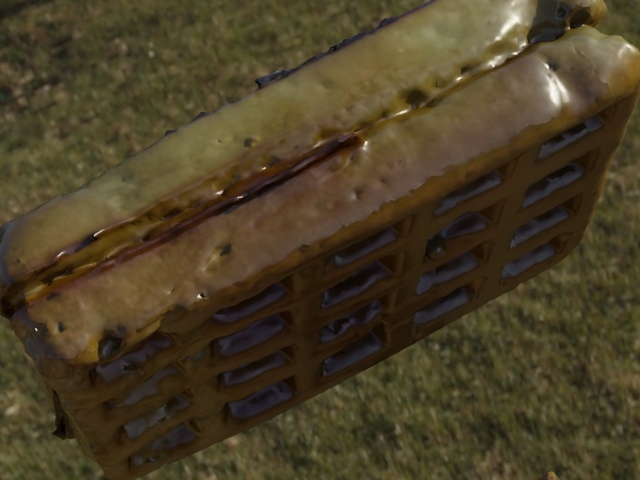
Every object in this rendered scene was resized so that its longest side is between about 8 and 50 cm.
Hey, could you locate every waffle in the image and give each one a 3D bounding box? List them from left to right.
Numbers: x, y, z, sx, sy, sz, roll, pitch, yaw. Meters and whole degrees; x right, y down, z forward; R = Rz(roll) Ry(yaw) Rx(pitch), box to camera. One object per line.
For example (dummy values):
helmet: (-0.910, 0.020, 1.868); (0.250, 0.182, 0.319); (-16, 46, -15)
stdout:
waffle: (0.000, 0.000, 0.693); (0.328, 0.224, 0.098); (-29, 67, -15)

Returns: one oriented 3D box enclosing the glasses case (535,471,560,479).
glasses case: (0.147, 0.246, 0.890); (0.075, 0.049, 0.218); (-34, 17, 16)
